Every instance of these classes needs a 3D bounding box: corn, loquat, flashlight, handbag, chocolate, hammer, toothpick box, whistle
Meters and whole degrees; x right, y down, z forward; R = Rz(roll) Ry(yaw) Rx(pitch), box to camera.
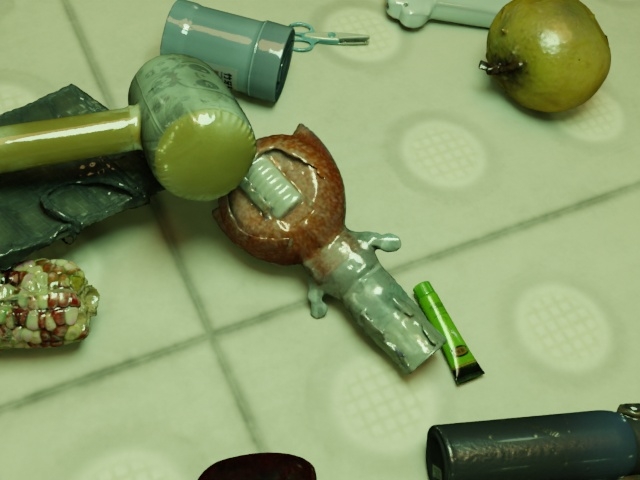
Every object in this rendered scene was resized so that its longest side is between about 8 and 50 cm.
[{"bbox_3d":[-0.365,0.073,0.772,0.281,0.092,0.092,-5,57,-7],"label":"corn"},{"bbox_3d":[0.319,-0.259,1.068,0.205,0.149,0.172,-14,55,-31],"label":"loquat"},{"bbox_3d":[0.194,-0.352,1.171,0.201,0.047,0.093,2,57,-11],"label":"flashlight"},{"bbox_3d":[-0.285,-0.070,0.846,0.175,0.088,0.270,36,44,19],"label":"handbag"},{"bbox_3d":[-0.043,0.249,0.697,0.125,0.080,0.149,-32,58,-30],"label":"chocolate"},{"bbox_3d":[-0.230,-0.107,0.788,0.306,0.113,0.202,-10,32,-18],"label":"hammer"},{"bbox_3d":[-0.119,-0.247,1.015,0.153,0.101,0.101,16,55,3],"label":"toothpick box"},{"bbox_3d":[-0.001,0.000,0.857,0.142,0.133,0.346,-39,78,-13],"label":"whistle"}]

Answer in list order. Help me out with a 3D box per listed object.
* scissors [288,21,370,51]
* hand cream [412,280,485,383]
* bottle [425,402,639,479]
[{"bbox_3d":[0.012,-0.292,1.119,0.119,0.014,0.058,0,57,-5],"label":"scissors"},{"bbox_3d":[0.140,0.101,0.870,0.036,0.023,0.121,-15,64,-22],"label":"hand cream"},{"bbox_3d":[0.230,0.208,0.780,0.245,0.072,0.082,-1,98,-11],"label":"bottle"}]
